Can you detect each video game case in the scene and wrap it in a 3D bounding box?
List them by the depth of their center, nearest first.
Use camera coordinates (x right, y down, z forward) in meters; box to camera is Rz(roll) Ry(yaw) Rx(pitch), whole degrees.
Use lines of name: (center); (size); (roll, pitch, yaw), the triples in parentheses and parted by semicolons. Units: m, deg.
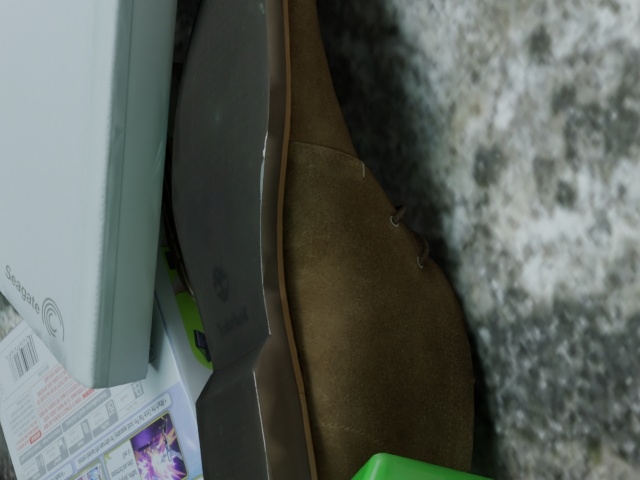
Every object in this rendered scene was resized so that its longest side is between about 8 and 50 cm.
video game case: (-0.108, 0.140, 0.996); (0.269, 0.061, 0.244); (-37, 67, 53)

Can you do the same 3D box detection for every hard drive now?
hard drive: (-0.150, -0.127, 0.879); (0.233, 0.047, 0.353); (41, 133, 44)

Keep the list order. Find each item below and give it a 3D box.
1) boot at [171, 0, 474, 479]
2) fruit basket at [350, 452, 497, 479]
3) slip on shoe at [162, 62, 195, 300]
boot: (0.000, 0.000, 0.771); (0.112, 0.115, 0.305); (158, 108, -65)
fruit basket: (0.090, 0.307, 0.646); (0.392, 0.283, 0.392); (13, 136, 13)
slip on shoe: (-0.066, -0.034, 0.896); (0.051, 0.041, 0.135); (130, 128, -63)
